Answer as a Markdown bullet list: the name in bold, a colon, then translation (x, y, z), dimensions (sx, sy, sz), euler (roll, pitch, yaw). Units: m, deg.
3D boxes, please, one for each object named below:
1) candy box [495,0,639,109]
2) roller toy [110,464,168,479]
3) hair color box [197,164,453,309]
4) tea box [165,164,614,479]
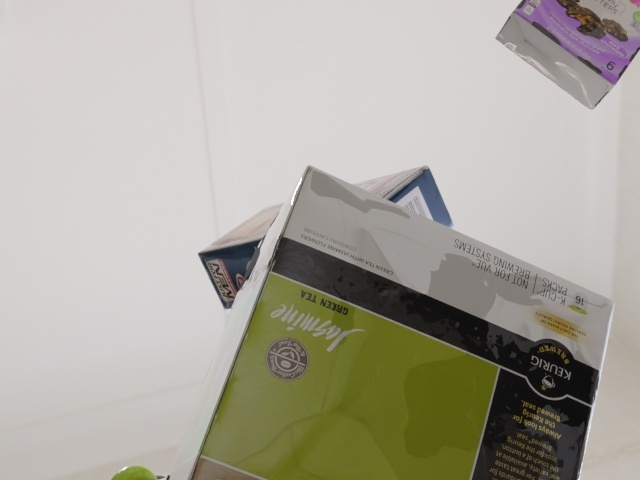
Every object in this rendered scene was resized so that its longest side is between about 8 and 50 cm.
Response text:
- **candy box**: translation (0.360, -0.302, 1.262), dimensions (0.165, 0.070, 0.196), euler (37, -115, 4)
- **roller toy**: translation (-0.211, 0.430, 1.300), dimensions (0.209, 0.146, 0.191), euler (23, -105, -23)
- **hair color box**: translation (0.000, 0.000, 1.361), dimensions (0.174, 0.347, 0.105), euler (-37, -73, -44)
- **tea box**: translation (0.058, 0.162, 0.893), dimensions (0.329, 0.220, 0.324), euler (24, -114, -8)
